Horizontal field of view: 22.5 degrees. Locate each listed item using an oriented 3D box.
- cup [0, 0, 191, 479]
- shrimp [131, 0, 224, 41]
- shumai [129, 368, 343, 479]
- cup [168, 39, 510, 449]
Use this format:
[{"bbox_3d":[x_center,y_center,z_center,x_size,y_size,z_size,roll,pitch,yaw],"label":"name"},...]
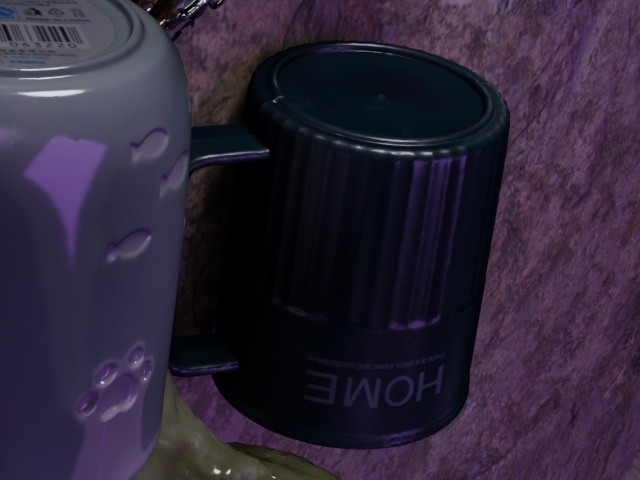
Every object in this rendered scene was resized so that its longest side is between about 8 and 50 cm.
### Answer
[{"bbox_3d":[-0.203,-0.037,1.017,0.357,0.259,0.275,-76,178,-62],"label":"cup"},{"bbox_3d":[-0.098,-0.201,1.166,0.079,0.090,0.233,101,12,-67],"label":"shrimp"},{"bbox_3d":[-0.165,0.208,1.223,0.324,0.397,0.323,-46,122,-25],"label":"shumai"},{"bbox_3d":[0.005,-0.009,1.416,0.242,0.307,0.292,-79,179,-60],"label":"cup"}]
